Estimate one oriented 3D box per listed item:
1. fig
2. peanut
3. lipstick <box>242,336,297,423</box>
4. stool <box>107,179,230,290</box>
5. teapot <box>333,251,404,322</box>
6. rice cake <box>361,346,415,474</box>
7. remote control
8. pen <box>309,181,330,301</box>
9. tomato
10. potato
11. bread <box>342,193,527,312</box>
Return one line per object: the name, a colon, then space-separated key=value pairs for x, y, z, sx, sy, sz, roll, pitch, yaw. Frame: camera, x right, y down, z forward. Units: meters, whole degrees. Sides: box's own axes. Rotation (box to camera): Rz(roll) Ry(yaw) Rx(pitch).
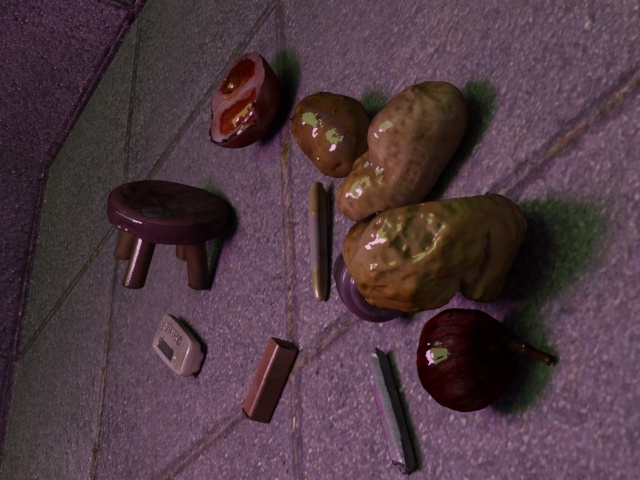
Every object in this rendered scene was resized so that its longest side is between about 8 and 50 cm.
fig: x=0.181 y=0.148 z=1.094 sx=0.150 sy=0.128 sz=0.128 roll=26 pitch=97 yaw=57
peanut: x=0.118 y=-0.127 z=1.359 sx=0.253 sy=0.137 sz=0.122 roll=-62 pitch=27 yaw=24
lipstick: x=-0.091 y=0.246 z=1.613 sx=0.145 sy=0.045 sz=0.045 roll=-68 pitch=25 yaw=8
stool: x=-0.345 y=-0.013 z=2.044 sx=0.272 sy=0.272 sz=0.178 roll=-129 pitch=45 yaw=-59
teapot: x=0.076 y=0.039 z=1.365 sx=0.146 sy=0.116 sz=0.148 roll=-151 pitch=77 yaw=-73
rice cake: x=0.096 y=0.237 z=1.287 sx=0.033 sy=0.033 sz=0.207 roll=-44 pitch=38 yaw=26
remote control: x=-0.316 y=0.234 z=2.033 sx=0.230 sy=0.049 sz=0.090 roll=26 pitch=98 yaw=62
pen: x=0.000 y=0.000 z=1.614 sx=0.032 sy=0.040 sz=0.233 roll=-37 pitch=48 yaw=49
tomato: x=-0.145 y=-0.292 z=1.975 sx=0.199 sy=0.112 sz=0.228 roll=-32 pitch=45 yaw=41
potato: x=0.026 y=-0.184 z=1.585 sx=0.137 sy=0.137 sz=0.176 roll=-56 pitch=52 yaw=28
bread: x=0.139 y=0.018 z=1.145 sx=0.244 sy=0.244 sz=0.134 roll=-7 pitch=93 yaw=60
